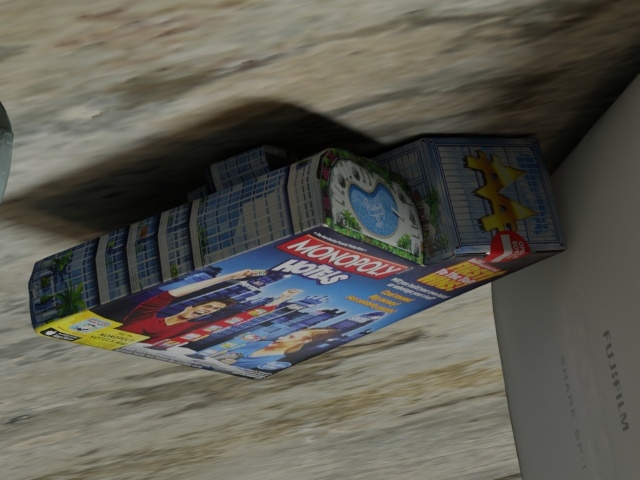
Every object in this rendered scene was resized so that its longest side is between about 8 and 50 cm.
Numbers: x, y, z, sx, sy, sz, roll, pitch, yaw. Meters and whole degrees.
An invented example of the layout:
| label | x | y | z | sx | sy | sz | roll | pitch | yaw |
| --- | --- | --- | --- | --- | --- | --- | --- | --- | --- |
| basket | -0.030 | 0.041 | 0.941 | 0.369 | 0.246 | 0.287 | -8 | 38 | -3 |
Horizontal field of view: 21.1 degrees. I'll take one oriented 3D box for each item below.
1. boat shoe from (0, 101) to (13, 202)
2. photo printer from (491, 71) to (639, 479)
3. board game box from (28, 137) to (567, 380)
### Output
| label | x | y | z | sx | sy | sz | roll | pitch | yaw |
| --- | --- | --- | --- | --- | --- | --- | --- | --- | --- |
| boat shoe | -0.176 | 0.028 | 0.652 | 0.099 | 0.116 | 0.319 | -3 | 156 | -17 |
| photo printer | 0.175 | 0.062 | 0.762 | 0.107 | 0.256 | 0.307 | -5 | 163 | -13 |
| board game box | 0.000 | 0.000 | 0.777 | 0.194 | 0.060 | 0.194 | -21 | 161 | 23 |
